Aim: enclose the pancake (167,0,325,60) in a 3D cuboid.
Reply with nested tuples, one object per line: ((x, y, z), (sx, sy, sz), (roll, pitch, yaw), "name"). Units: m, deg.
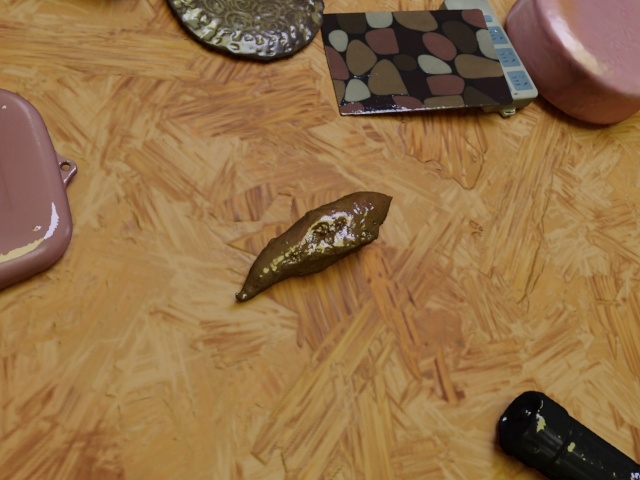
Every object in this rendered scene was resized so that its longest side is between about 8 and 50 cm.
((-0.089, -0.298, 0.695), (0.199, 0.021, 0.200), (8, 64, -17), "pancake")

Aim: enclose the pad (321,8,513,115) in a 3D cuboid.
((0.122, -0.234, 0.732), (0.234, 0.003, 0.158), (-6, 69, -12), "pad")

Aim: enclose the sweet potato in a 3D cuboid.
((0.000, 0.000, 0.572), (0.205, 0.060, 0.068), (-31, 41, -19), "sweet potato")

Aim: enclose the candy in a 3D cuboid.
((0.393, -0.289, 0.823), (0.255, 0.094, 0.256), (9, 63, -19), "candy")

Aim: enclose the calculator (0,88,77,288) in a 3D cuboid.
((-0.369, -0.036, 0.457), (0.329, 0.048, 0.220), (-15, 71, -28), "calculator")

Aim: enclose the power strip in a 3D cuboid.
((0.227, -0.258, 0.787), (0.081, 0.035, 0.192), (-12, 71, -22), "power strip")

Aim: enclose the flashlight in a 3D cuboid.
((0.283, 0.234, 0.552), (0.232, 0.093, 0.093), (37, 59, 0), "flashlight")
